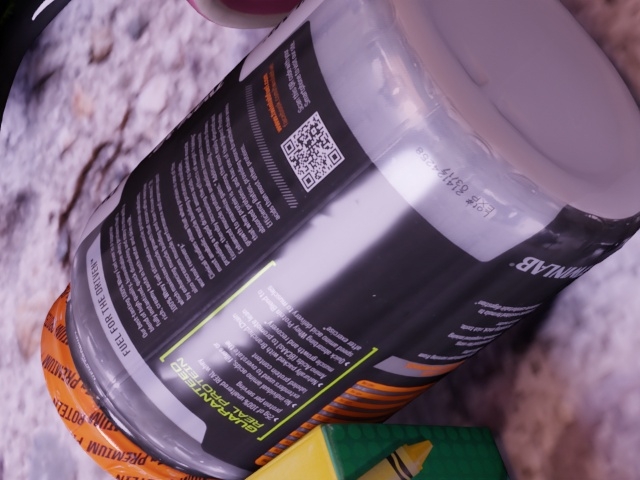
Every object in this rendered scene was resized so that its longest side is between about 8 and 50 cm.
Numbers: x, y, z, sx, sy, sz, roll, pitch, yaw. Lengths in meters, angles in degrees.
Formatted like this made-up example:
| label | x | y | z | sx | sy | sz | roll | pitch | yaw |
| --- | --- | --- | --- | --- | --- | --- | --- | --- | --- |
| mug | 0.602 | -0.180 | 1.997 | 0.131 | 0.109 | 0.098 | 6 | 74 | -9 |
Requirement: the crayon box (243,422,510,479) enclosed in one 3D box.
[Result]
| label | x | y | z | sx | sy | sz | roll | pitch | yaw |
| --- | --- | --- | --- | --- | --- | --- | --- | --- | --- |
| crayon box | -0.034 | 0.196 | 0.521 | 0.278 | 0.081 | 0.165 | -39 | 58 | 34 |

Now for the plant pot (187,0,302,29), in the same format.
| label | x | y | z | sx | sy | sz | roll | pitch | yaw |
| --- | --- | --- | --- | --- | --- | --- | --- | --- | --- |
| plant pot | -0.028 | -0.179 | 0.513 | 0.201 | 0.201 | 0.180 | -39 | 72 | 34 |

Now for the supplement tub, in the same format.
| label | x | y | z | sx | sy | sz | roll | pitch | yaw |
| --- | --- | --- | --- | --- | --- | --- | --- | --- | --- |
| supplement tub | 0.000 | 0.000 | 0.494 | 0.190 | 0.117 | 0.117 | -40 | 57 | 33 |

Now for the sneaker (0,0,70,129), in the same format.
| label | x | y | z | sx | sy | sz | roll | pitch | yaw |
| --- | --- | --- | --- | --- | --- | --- | --- | --- | --- |
| sneaker | -0.136 | -0.174 | 0.677 | 0.147 | 0.129 | 0.330 | 27 | 106 | 30 |
